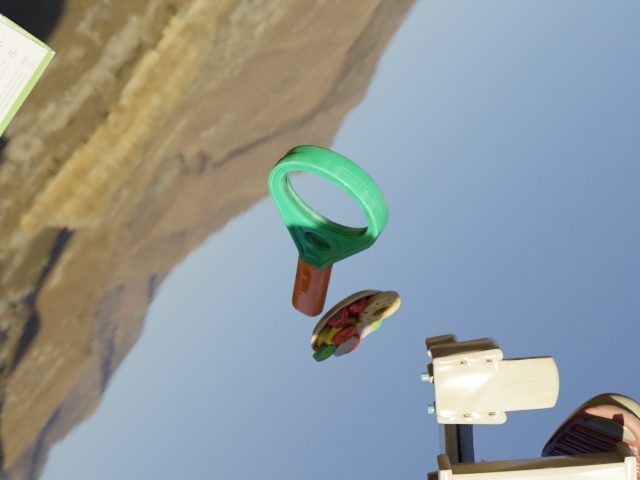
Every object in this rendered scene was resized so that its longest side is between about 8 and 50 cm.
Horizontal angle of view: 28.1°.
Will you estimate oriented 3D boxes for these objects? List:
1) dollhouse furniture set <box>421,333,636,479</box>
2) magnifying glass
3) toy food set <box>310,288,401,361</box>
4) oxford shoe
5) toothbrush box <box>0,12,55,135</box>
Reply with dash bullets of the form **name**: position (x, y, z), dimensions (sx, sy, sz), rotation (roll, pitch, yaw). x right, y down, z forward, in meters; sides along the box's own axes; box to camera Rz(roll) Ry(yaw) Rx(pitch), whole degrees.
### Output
- **dollhouse furniture set**: position (0.220, 0.213, 1.438), dimensions (0.303, 0.198, 0.286), rotation (-91, 177, -78)
- **magnifying glass**: position (0.000, 0.000, 0.992), dimensions (0.026, 0.092, 0.231), rotation (-57, 170, -28)
- **toy food set**: position (0.027, 0.073, 1.114), dimensions (0.083, 0.020, 0.082), rotation (-12, 145, -44)
- **oxford shoe**: position (0.339, 0.239, 1.516), dimensions (0.130, 0.123, 0.348), rotation (-59, 163, -23)
- **toothbrush box**: position (-0.355, -0.122, 1.053), dimensions (0.206, 0.122, 0.283), rotation (-57, -148, -2)
